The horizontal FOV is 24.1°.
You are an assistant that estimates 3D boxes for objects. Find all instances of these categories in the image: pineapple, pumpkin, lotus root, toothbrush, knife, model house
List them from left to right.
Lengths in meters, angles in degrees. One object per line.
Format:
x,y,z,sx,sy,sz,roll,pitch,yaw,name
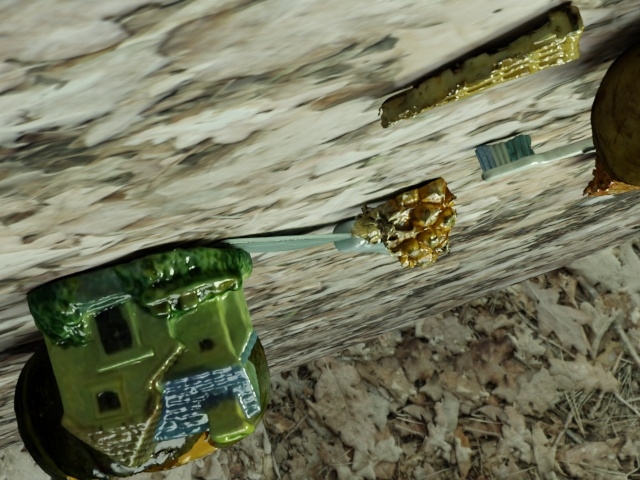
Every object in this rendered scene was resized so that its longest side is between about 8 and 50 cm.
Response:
-0.213,0.183,1.803,0.320,0.192,0.320,-16,171,-2,pumpkin
-0.154,0.117,1.468,0.214,0.189,0.195,-14,174,-1,model house
-0.001,0.000,1.611,0.331,0.044,0.080,-4,172,-42,knife
0.080,-0.023,1.570,0.114,0.077,0.114,-3,132,-26,pineapple
0.334,-0.128,1.448,0.386,0.040,0.040,-18,173,-5,toothbrush
0.290,-0.108,1.158,0.145,0.128,0.260,-26,177,-22,lotus root

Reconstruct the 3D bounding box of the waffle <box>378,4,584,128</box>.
0.106,-0.118,1.031,0.153,0.023,0.097,-19,171,7,waffle

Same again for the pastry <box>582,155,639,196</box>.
0.355,-0.089,1.726,0.087,0.063,0.169,-9,176,-7,pastry
